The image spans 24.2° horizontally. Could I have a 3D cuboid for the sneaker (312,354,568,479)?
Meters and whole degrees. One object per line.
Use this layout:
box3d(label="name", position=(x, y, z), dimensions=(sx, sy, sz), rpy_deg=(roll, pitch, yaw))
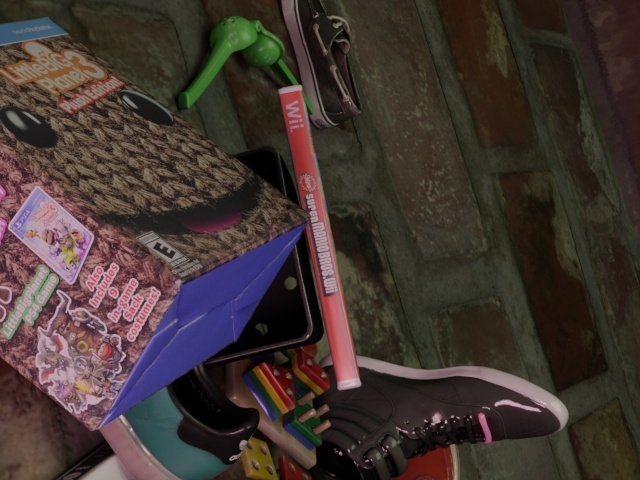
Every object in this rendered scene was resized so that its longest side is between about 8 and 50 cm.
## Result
box3d(label="sneaker", position=(0.115, 0.215, 1.632), dimensions=(0.104, 0.296, 0.147), rpy_deg=(73, 30, -44))

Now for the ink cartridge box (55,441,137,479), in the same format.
box3d(label="ink cartridge box", position=(-0.173, 0.291, 1.253), dimensions=(0.208, 0.045, 0.206), rpy_deg=(-33, 104, -66))

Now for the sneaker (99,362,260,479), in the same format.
box3d(label="sneaker", position=(-0.170, 0.076, 1.271), dimensions=(0.302, 0.121, 0.108), rpy_deg=(50, 27, -10))

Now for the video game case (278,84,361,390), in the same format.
box3d(label="video game case", position=(0.000, 0.000, 1.471), dimensions=(0.204, 0.025, 0.285), rpy_deg=(74, 5, -88))

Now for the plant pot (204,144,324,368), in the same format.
box3d(label="plant pot", position=(-0.088, 0.036, 1.450), dimensions=(0.167, 0.188, 0.187), rpy_deg=(33, 44, -70))

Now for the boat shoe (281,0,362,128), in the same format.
box3d(label="boat shoe", position=(0.007, -0.256, 1.936), dimensions=(0.078, 0.070, 0.219), rpy_deg=(6, 68, -62))

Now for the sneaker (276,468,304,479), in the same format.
box3d(label="sneaker", position=(-0.020, 0.331, 1.486), dimensions=(0.085, 0.086, 0.237), rpy_deg=(44, 36, -41))

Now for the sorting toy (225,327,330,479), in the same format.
box3d(label="sorting toy", position=(-0.039, 0.154, 1.553), dimensions=(0.132, 0.046, 0.274), rpy_deg=(44, 24, -30))

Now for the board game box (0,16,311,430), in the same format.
box3d(label="board game box", position=(-0.195, -0.026, 1.151), dimensions=(0.291, 0.141, 0.232), rpy_deg=(37, 24, 11))

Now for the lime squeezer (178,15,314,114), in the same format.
box3d(label="lime squeezer", position=(-0.078, -0.207, 1.757), dimensions=(0.310, 0.059, 0.109), rpy_deg=(-6, 79, -64))

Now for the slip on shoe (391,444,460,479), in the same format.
box3d(label="slip on shoe", position=(0.085, 0.296, 1.687), dimensions=(0.101, 0.123, 0.331), rpy_deg=(37, 47, -43))
